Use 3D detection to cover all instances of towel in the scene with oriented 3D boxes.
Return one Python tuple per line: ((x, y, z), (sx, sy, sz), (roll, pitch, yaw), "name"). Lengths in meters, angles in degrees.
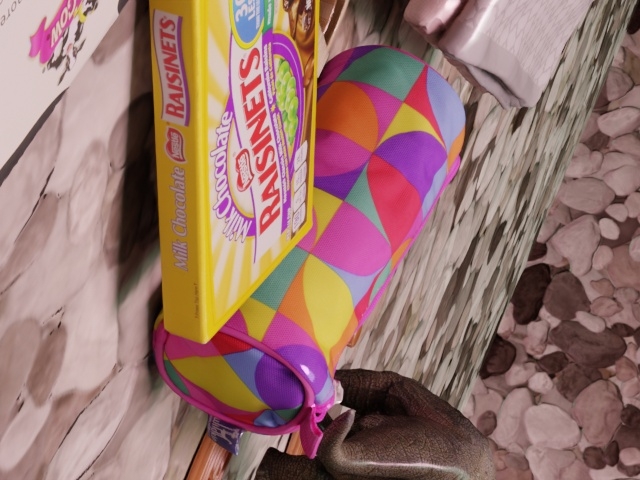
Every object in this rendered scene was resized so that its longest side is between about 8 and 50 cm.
((0.188, -0.231, 0.984), (0.317, 0.053, 0.332), (-55, 168, 7), "towel")

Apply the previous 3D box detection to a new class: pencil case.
((0.000, 0.000, 0.814), (0.104, 0.104, 0.236), (95, 19, -51), "pencil case")

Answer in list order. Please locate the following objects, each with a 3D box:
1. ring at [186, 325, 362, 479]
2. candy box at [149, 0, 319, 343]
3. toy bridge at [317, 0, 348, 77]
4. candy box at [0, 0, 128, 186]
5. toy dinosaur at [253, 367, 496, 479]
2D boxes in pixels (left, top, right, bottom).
((-0.041, 0.175, 1.082), (0.336, 0.032, 0.336), (20, 90, -78), "ring")
((-0.034, -0.064, 0.655), (0.105, 0.027, 0.205), (-46, 147, -44), "candy box")
((-0.012, -0.100, 0.764), (0.063, 0.026, 0.188), (67, 46, -73), "toy bridge")
((-0.086, -0.120, 0.298), (0.233, 0.071, 0.159), (92, 22, -55), "candy box")
((0.047, 0.128, 0.916), (0.313, 0.160, 0.121), (98, 16, -64), "toy dinosaur")
